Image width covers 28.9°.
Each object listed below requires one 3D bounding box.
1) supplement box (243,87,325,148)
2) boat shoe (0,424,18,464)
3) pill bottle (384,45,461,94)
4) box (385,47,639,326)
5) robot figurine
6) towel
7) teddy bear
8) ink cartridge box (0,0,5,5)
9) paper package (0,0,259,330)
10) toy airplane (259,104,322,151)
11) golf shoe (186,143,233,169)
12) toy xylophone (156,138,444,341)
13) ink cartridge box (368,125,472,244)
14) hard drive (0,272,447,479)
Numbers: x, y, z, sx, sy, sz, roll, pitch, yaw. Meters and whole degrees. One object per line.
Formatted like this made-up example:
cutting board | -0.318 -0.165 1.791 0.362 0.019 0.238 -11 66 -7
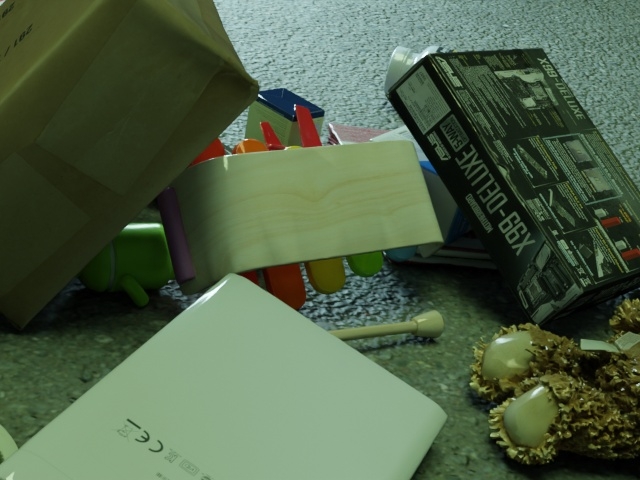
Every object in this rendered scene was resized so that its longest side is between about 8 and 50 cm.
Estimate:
supplement box | -0.047 -0.138 1.573 0.056 0.083 0.083 -14 36 -41
boat shoe | -0.378 0.122 0.873 0.340 0.127 0.113 29 18 13
pill bottle | 0.192 -0.227 1.826 0.184 0.103 0.103 17 27 11
box | 0.241 -0.072 1.377 0.242 0.076 0.307 -13 67 -49
robot figurine | -0.191 0.017 1.224 0.115 0.067 0.101 -3 41 -27
towel | 0.152 -0.051 1.538 0.237 0.037 0.329 5 28 -17
teddy bear | 0.305 0.145 1.146 0.338 0.113 0.245 -10 26 -22
ink cartridge box | -0.333 -0.216 1.531 0.201 0.117 0.278 -16 34 -15
paper package | -0.243 -0.131 1.184 0.168 0.325 0.309 41 12 -28
toy airplane | -0.022 -0.104 1.474 0.151 0.028 0.151 19 54 -29
golf shoe | -0.110 -0.067 1.392 0.120 0.105 0.273 -4 30 -43
toy xylophone | 0.000 0.000 1.248 0.322 0.081 0.236 1 71 -30
ink cartridge box | 0.159 -0.085 1.479 0.134 0.078 0.231 29 30 24
hard drive | -0.059 0.164 0.947 0.233 0.047 0.353 33 30 9
